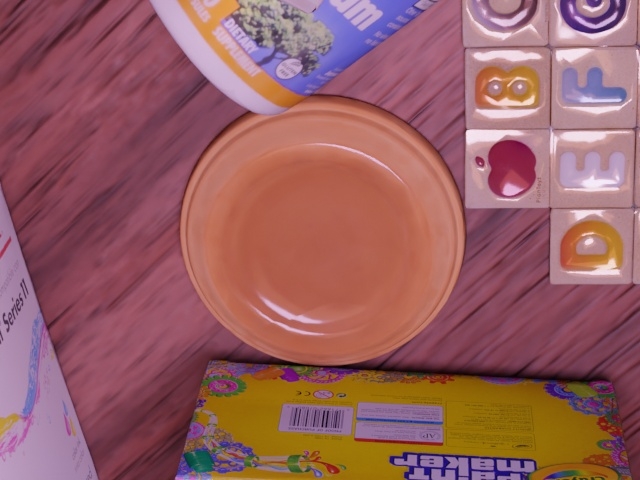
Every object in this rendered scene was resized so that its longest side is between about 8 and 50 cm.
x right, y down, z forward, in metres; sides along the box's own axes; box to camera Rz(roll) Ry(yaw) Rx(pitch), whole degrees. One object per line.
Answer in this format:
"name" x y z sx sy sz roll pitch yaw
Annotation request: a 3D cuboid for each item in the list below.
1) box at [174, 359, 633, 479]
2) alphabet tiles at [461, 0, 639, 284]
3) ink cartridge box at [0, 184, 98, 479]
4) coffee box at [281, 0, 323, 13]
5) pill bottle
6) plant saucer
"box" 0.054 0.249 1.203 0.290 0.177 0.279 2 112 3
"alphabet tiles" 0.265 -0.102 1.150 0.342 0.011 0.285 0 113 5
"ink cartridge box" -0.263 0.097 1.173 0.119 0.207 0.353 -11 111 11
"coffee box" -0.113 -0.263 0.953 0.297 0.168 0.119 40 101 27
"pill bottle" 0.032 -0.209 1.051 0.272 0.152 0.152 -36 105 18
"plant saucer" 0.000 0.000 1.203 0.200 0.037 0.200 2 112 4
